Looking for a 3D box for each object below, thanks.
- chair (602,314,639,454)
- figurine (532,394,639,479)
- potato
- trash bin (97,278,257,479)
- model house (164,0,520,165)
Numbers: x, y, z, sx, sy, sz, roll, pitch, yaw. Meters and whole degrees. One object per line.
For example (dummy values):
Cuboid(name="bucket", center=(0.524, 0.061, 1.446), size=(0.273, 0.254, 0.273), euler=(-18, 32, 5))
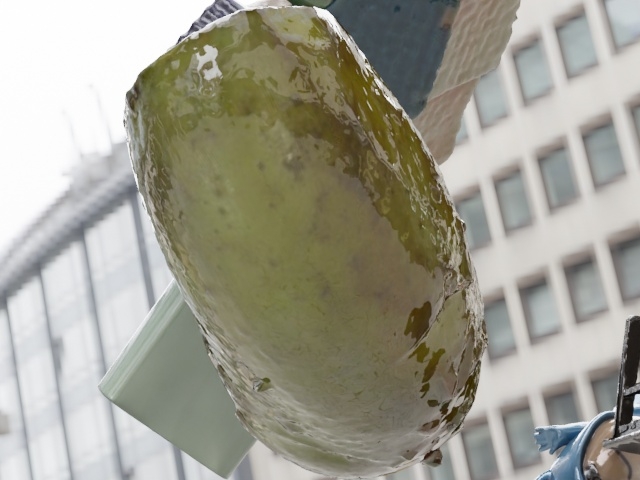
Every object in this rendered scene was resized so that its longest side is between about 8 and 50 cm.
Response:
Cuboid(name="chair", center=(0.236, 0.152, 1.123), size=(0.101, 0.212, 0.084), euler=(14, -16, -9))
Cuboid(name="figurine", center=(0.246, 0.159, 1.351), size=(0.144, 0.114, 0.178), euler=(-29, 9, 42))
Cuboid(name="potato", center=(0.000, 0.000, 0.836), size=(0.141, 0.176, 0.298), euler=(-28, -37, -8))
Cuboid(name="trash bin", center=(-0.073, 0.083, 1.265), size=(0.116, 0.130, 0.059), euler=(37, -2, -15))
Cuboid(name="model house", center=(-0.003, -0.182, 1.623), size=(0.280, 0.245, 0.312), euler=(-26, -32, -37))
